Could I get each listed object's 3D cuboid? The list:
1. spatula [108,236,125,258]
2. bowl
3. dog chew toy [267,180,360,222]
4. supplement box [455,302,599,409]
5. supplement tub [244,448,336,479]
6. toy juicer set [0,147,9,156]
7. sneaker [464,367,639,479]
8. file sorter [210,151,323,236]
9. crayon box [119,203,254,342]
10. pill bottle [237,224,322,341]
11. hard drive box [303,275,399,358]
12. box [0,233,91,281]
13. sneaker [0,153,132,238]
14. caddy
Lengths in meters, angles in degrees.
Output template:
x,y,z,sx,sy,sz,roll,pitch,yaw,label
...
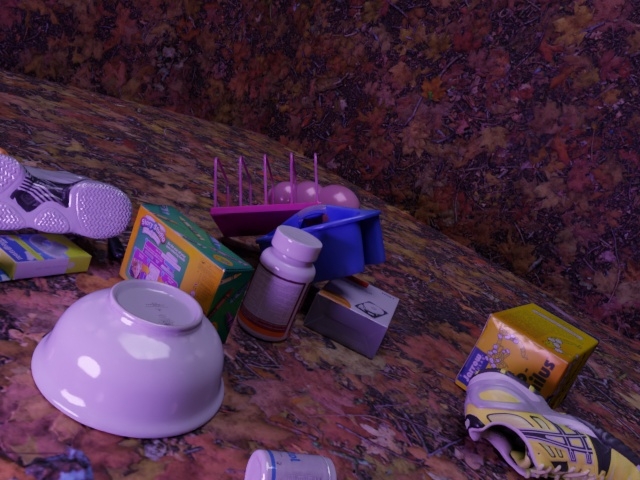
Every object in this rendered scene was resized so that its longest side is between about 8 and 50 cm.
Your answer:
x,y,z,sx,sy,sz,roll,pitch,yaw,label
-0.485,-0.020,1.294,0.084,0.030,0.296,16,17,-31,spatula
-0.270,0.150,0.849,0.297,0.134,0.298,21,16,-6,bowl
-0.030,-0.121,1.977,0.331,0.207,0.206,17,15,6,dog chew toy
0.520,0.296,1.360,0.195,0.194,0.356,33,19,33,supplement box
-0.041,0.319,0.731,0.107,0.071,0.071,16,17,-25,supplement tub
-0.725,-0.165,1.173,0.209,0.090,0.329,17,-4,24,toy juicer set
0.444,0.411,1.061,0.384,0.145,0.147,29,47,12,sneaker
-0.142,-0.130,1.535,0.290,0.183,0.202,-3,-17,0,file sorter
-0.271,0.060,1.081,0.278,0.166,0.081,33,19,32,crayon box
-0.083,0.088,1.147,0.121,0.221,0.121,21,15,-6,pill bottle
0.083,0.173,1.349,0.181,0.089,0.232,26,15,8,hard drive box
-0.543,0.028,1.038,0.109,0.043,0.178,30,16,24,box
-0.583,-0.087,1.109,0.365,0.138,0.210,12,0,-31,sneaker
0.000,0.000,1.381,0.341,0.179,0.241,-12,4,34,caddy
